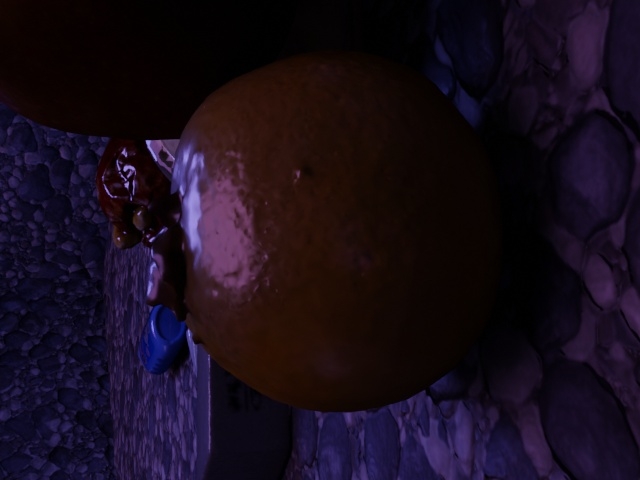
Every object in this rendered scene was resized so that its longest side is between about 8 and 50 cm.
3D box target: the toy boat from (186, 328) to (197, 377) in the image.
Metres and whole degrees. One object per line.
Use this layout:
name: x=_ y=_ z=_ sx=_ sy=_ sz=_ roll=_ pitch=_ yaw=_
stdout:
toy boat: x=-0.155 y=0.067 z=1.221 sx=0.199 sy=0.100 sz=0.291 roll=146 pitch=125 yaw=-66

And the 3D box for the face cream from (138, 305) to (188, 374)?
face cream: x=-0.361 y=0.223 z=1.776 sx=0.264 sy=0.083 sz=0.149 roll=129 pitch=142 yaw=-58

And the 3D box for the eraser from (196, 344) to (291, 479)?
eraser: x=-0.104 y=0.154 z=1.056 sx=0.077 sy=0.111 sz=0.353 roll=149 pitch=121 yaw=-64

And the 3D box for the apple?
apple: x=-0.172 y=-0.225 z=0.625 sx=0.317 sy=0.288 sz=0.288 roll=41 pitch=-137 yaw=-67

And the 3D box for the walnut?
walnut: x=-0.348 y=-0.118 z=1.617 sx=0.244 sy=0.221 sz=0.269 roll=-47 pitch=29 yaw=48

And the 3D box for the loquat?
loquat: x=0.000 y=0.000 z=0.587 sx=0.275 sy=0.274 sz=0.275 roll=-177 pitch=90 yaw=-70

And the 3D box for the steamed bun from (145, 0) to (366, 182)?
steamed bun: x=-0.100 y=-0.231 z=0.893 sx=0.372 sy=0.230 sz=0.325 roll=41 pitch=101 yaw=27
